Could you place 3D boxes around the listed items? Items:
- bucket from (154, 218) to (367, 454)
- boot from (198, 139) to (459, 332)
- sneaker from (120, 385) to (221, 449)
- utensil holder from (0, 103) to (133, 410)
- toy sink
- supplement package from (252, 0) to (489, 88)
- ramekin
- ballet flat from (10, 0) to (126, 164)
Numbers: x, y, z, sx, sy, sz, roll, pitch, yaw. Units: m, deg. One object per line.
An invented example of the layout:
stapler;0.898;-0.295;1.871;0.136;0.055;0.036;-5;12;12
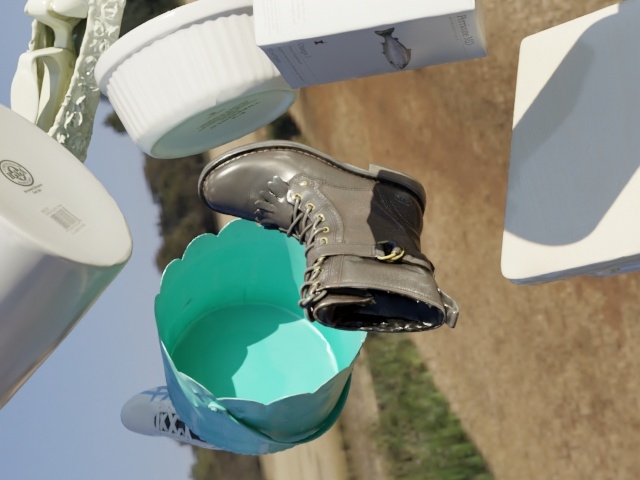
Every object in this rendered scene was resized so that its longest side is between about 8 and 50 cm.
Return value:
bucket;-0.078;0.130;1.505;0.183;0.281;0.281;100;162;-54
boot;0.000;0.000;1.138;0.229;0.263;0.091;-85;1;-57
sneaker;-0.191;0.268;1.751;0.086;0.237;0.085;-21;-66;-76
utensil holder;-0.463;0.055;1.402;0.328;0.385;0.327;39;-165;-13
toy sink;0.246;-0.056;0.911;0.131;0.153;0.234;35;-128;-38
supplement package;0.042;-0.205;0.981;0.105;0.179;0.105;43;-139;-70
ramekin;-0.149;-0.207;1.534;0.273;0.273;0.127;96;152;-81
ballet flat;-0.379;-0.283;1.719;0.147;0.147;0.408;-151;71;-87
